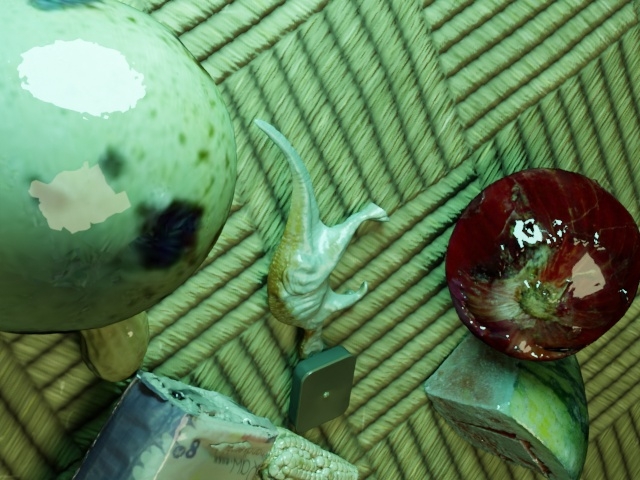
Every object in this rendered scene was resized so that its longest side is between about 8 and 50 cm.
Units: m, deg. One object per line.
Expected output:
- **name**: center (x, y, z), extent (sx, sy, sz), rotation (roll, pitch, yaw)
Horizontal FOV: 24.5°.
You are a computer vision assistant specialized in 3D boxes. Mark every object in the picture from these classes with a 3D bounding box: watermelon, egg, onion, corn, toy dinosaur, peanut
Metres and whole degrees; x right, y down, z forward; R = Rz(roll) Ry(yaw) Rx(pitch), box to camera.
- **watermelon**: center (0.285, 0.224, 2.208), extent (0.213, 0.201, 0.261), rotation (47, 38, -41)
- **egg**: center (-0.290, -0.078, 1.451), extent (0.428, 0.345, 0.345), rotation (-1, 113, -33)
- **onion**: center (0.304, 0.030, 2.041), extent (0.276, 0.276, 0.276), rotation (-17, 122, -30)
- **corn**: center (-0.018, 0.321, 2.042), extent (0.211, 0.087, 0.087), rotation (31, 92, -42)
- **toy dinosaur**: center (0.000, 0.000, 1.890), extent (0.205, 0.092, 0.393), rotation (-37, 139, -10)
- **peanut**: center (-0.255, 0.081, 1.732), extent (0.099, 0.090, 0.214), rotation (-25, 126, -17)

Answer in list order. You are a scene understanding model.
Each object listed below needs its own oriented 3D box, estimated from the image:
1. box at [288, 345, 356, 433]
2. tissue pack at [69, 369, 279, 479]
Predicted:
- **box**: center (0.000, 0.201, 2.010), extent (0.091, 0.031, 0.126), rotation (-22, 140, -27)
- **tissue pack**: center (-0.220, 0.339, 1.839), extent (0.343, 0.125, 0.242), rotation (-59, 150, 2)
